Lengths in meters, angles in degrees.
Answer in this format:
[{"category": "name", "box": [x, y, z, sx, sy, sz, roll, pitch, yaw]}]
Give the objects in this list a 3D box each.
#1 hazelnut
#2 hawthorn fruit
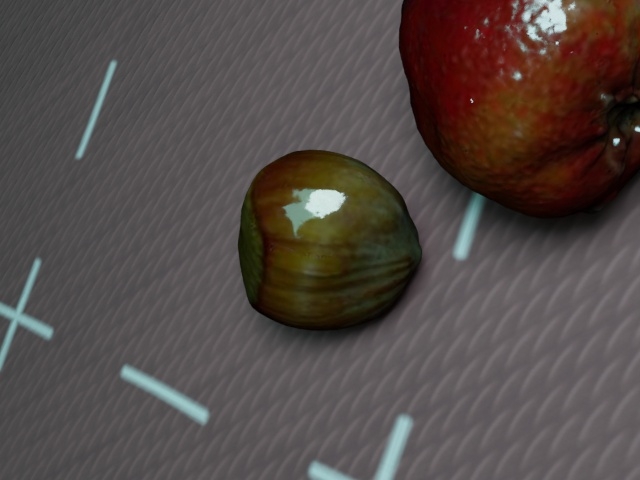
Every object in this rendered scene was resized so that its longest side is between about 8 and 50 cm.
[{"category": "hazelnut", "box": [0.003, -0.004, 0.761, 0.210, 0.210, 0.186, -54, 35, 6]}, {"category": "hawthorn fruit", "box": [0.199, -0.181, 0.653, 0.265, 0.265, 0.307, -46, 39, 11]}]
